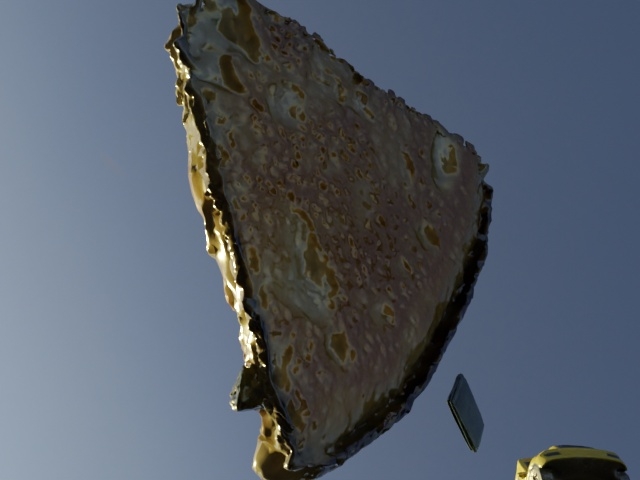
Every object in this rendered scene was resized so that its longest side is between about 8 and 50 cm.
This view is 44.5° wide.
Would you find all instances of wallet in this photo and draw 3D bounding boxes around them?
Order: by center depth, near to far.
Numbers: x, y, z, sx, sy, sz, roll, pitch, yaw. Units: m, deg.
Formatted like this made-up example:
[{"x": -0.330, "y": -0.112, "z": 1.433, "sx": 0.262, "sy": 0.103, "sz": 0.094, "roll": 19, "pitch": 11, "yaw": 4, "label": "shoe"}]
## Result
[{"x": 0.276, "y": 0.328, "z": 1.493, "sx": 0.026, "sy": 0.088, "sz": 0.129, "roll": -13, "pitch": -66, "yaw": 32, "label": "wallet"}]

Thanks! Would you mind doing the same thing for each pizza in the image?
[{"x": 0.019, "y": 0.024, "z": 0.704, "sx": 0.080, "sy": 0.434, "sz": 0.392, "roll": -18, "pitch": -122, "yaw": 44, "label": "pizza"}]

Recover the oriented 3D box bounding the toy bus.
[{"x": 0.371, "y": 0.458, "z": 1.239, "sx": 0.144, "sy": 0.152, "sz": 0.330, "roll": 4, "pitch": -72, "yaw": -6, "label": "toy bus"}]
